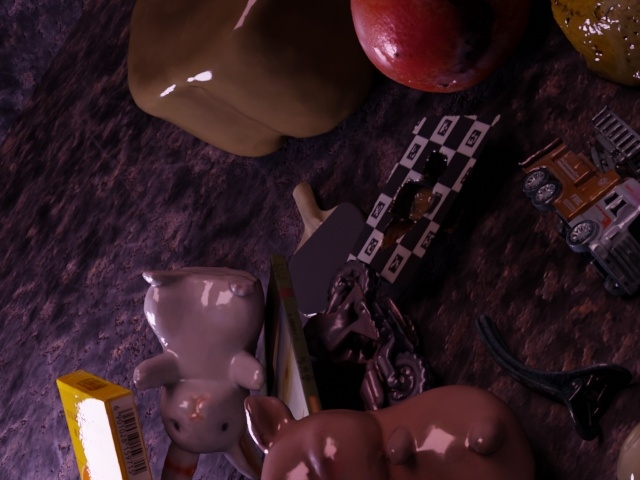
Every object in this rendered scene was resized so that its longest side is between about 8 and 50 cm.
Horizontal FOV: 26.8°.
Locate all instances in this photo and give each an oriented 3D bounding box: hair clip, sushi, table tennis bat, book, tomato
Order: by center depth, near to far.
[{"bbox_3d":[0.192,0.114,1.223,0.070,0.039,0.229,-58,27,-2],"label":"hair clip"},{"bbox_3d":[-0.032,0.172,1.404,0.289,0.026,0.201,-106,19,-57],"label":"book"},{"bbox_3d":[0.121,-0.040,1.493,0.210,0.040,0.192,-62,22,-6],"label":"sushi"},{"bbox_3d":[0.138,-0.272,1.535,0.208,0.208,0.184,-39,32,27],"label":"tomato"},{"bbox_3d":[0.000,0.000,1.654,0.138,0.022,0.246,-47,31,16],"label":"table tennis bat"}]

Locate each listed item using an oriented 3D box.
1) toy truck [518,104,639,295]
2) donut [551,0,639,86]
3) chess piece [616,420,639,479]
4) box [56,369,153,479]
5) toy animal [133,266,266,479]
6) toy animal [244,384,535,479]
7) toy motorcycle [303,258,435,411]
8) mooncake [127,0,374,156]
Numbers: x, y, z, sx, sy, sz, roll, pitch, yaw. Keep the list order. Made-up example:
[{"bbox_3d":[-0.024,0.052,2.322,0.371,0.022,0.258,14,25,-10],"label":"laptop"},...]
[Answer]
[{"bbox_3d":[0.267,-0.036,1.228,0.115,0.080,0.178,-39,29,9],"label":"toy truck"},{"bbox_3d":[0.338,-0.289,1.355,0.272,0.107,0.272,-39,30,28],"label":"donut"},{"bbox_3d":[0.276,0.202,0.920,0.133,0.133,0.243,-47,25,16],"label":"chess piece"},{"bbox_3d":[-0.222,0.285,1.489,0.043,0.269,0.152,-17,12,-27],"label":"box"},{"bbox_3d":[-0.124,0.162,1.458,0.138,0.140,0.283,61,-148,-79],"label":"toy animal"},{"bbox_3d":[0.063,0.202,1.169,0.250,0.154,0.167,-10,88,18],"label":"toy animal"},{"bbox_3d":[0.045,0.118,1.402,0.118,0.084,0.212,-48,42,18],"label":"toy motorcycle"},{"bbox_3d":[-0.059,-0.337,1.855,0.467,0.262,0.467,-36,36,32],"label":"mooncake"}]
